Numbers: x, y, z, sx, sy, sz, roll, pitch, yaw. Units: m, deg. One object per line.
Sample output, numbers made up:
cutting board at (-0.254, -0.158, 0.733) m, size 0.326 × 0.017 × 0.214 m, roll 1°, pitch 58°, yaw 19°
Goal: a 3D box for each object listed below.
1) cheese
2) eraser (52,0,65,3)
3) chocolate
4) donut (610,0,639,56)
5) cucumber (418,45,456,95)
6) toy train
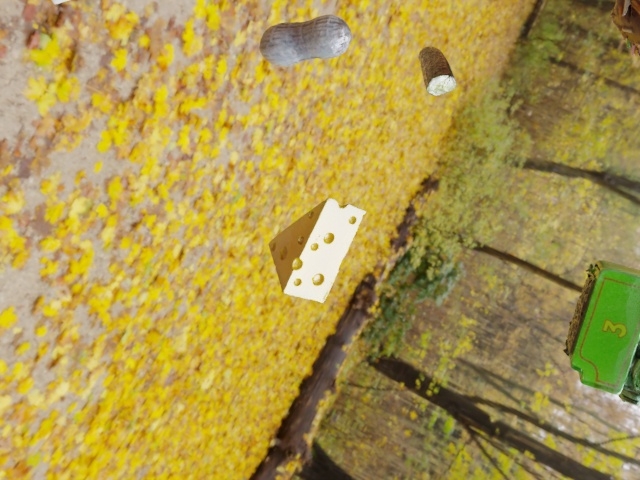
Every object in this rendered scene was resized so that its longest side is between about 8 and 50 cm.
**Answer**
cheese at (0.000, 0.000, 1.055) m, size 0.171 × 0.093 × 0.126 m, roll -50°, pitch -140°, yaw 28°
eraser at (-0.078, -0.268, 0.431) m, size 0.081 × 0.279 × 0.124 m, roll -100°, pitch 174°, yaw -61°
chocolate at (-0.028, -0.333, 1.011) m, size 0.072 × 0.167 × 0.072 m, roll -1°, pitch 90°, yaw -68°
donut at (0.437, -0.306, 0.674) m, size 0.096 × 0.216 × 0.230 m, roll 6°, pitch 119°, yaw -38°
cucumber at (0.292, -0.440, 1.543) m, size 0.241 × 0.074 × 0.074 m, roll -88°, pitch -168°, yaw -52°
toy train at (0.533, 0.158, 1.041) m, size 0.132 × 0.188 × 0.243 m, roll -18°, pitch 121°, yaw -69°
